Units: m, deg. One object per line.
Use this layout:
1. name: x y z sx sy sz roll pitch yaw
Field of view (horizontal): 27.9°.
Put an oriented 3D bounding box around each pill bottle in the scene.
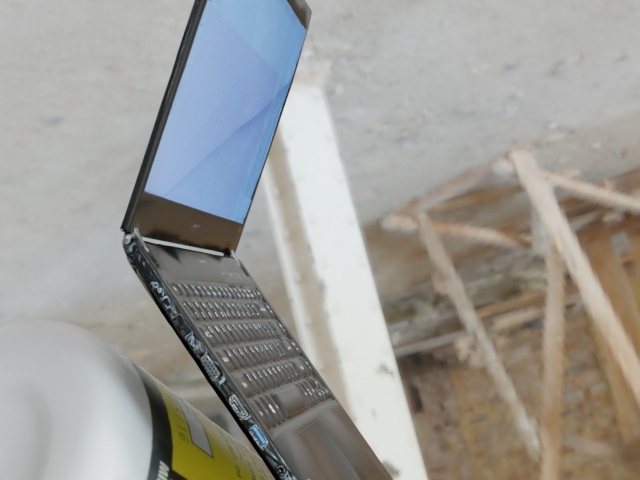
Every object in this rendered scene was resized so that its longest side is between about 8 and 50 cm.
1. pill bottle: -0.086 0.200 0.725 0.188 0.188 0.334 -22 137 24

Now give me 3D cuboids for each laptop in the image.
1. laptop: 0.000 0.000 0.659 0.136 0.264 0.234 -36 173 5
